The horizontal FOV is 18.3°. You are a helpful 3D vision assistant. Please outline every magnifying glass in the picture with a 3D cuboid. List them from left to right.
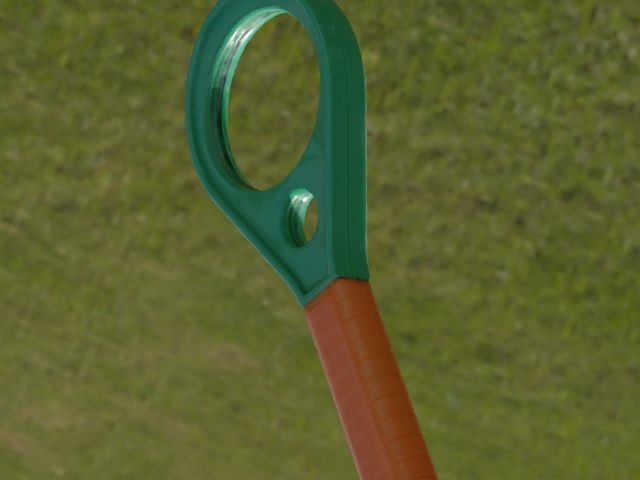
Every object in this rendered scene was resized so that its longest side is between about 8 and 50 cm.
[{"bbox_3d":[0.000,0.000,0.758,0.026,0.231,0.092,7,144,-39],"label":"magnifying glass"}]
